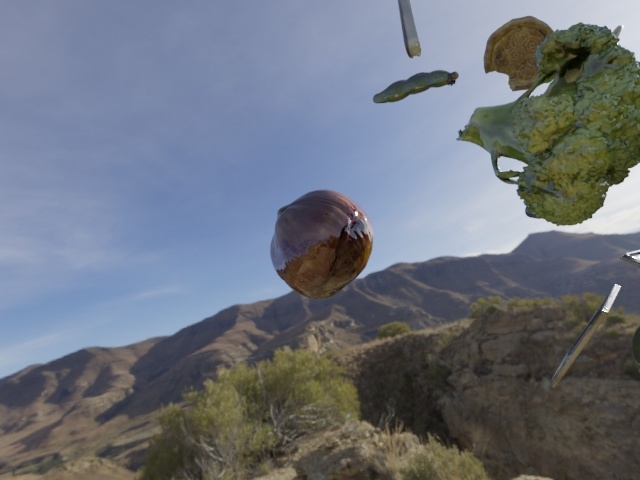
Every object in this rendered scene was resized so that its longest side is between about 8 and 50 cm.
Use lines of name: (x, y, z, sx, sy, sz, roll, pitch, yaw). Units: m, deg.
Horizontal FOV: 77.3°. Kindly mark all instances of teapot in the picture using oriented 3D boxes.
teapot: (0.691, -0.089, 1.261, 0.064, 0.049, 0.083, 26, 8, -8)

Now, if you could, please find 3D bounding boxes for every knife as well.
knife: (0.256, -0.634, 1.166, 0.041, 0.265, 0.073, -13, -27, 21)

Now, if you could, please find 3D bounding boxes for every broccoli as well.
broccoli: (0.338, -0.192, 0.601, 0.186, 0.302, 0.254, -5, -44, -40)

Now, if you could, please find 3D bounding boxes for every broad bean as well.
broad bean: (0.225, -0.373, 0.964, 0.043, 0.060, 0.297, 41, -14, -27)

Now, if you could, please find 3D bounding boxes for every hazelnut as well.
hazelnut: (0.000, 0.000, 0.844, 0.229, 0.229, 0.229, -13, -15, -4)

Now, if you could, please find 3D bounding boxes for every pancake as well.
pancake: (0.655, -0.608, 1.310, 0.029, 0.235, 0.212, -46, -15, -56)

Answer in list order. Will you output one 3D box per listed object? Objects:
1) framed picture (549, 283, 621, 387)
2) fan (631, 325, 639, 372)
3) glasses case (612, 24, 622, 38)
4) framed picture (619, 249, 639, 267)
framed picture: (0.832, 0.300, 1.260, 0.232, 0.024, 0.315, -21, -46, -43)
fan: (0.488, 0.223, 0.502, 0.012, 0.294, 0.223, -19, 6, 1)
glasses case: (0.748, -0.513, 1.027, 0.083, 0.021, 0.032, -56, -25, -4)
framed picture: (0.883, 0.082, 0.909, 0.209, 0.019, 0.281, -8, 28, -22)
